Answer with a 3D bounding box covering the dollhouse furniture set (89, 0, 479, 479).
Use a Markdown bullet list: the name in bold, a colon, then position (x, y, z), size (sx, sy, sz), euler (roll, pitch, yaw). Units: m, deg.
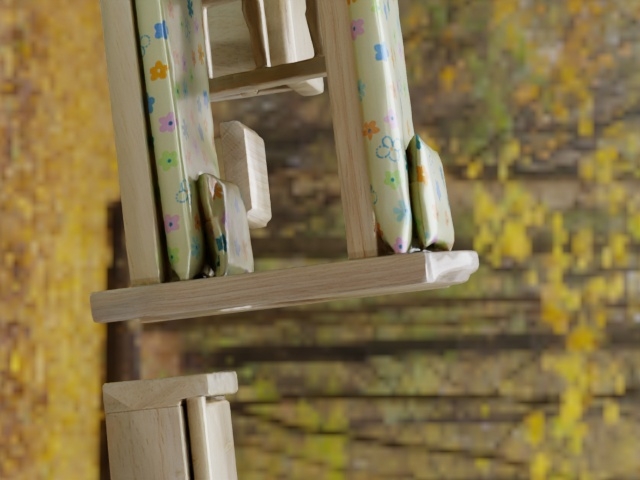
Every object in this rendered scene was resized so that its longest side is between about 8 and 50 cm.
- **dollhouse furniture set**: position (0.000, 0.000, 0.591), size (0.161, 0.101, 0.182), euler (14, 69, -80)
